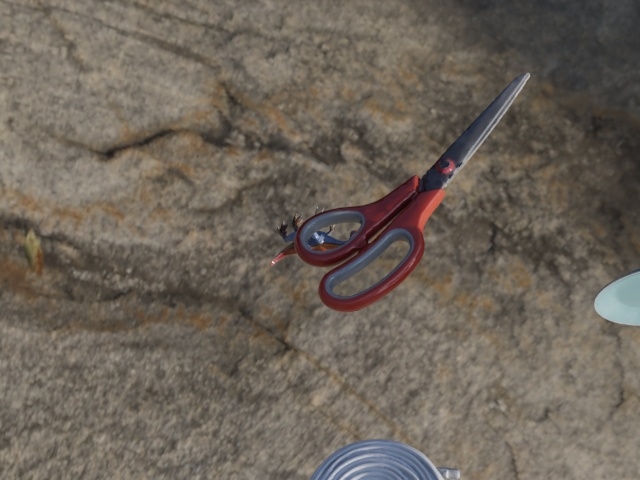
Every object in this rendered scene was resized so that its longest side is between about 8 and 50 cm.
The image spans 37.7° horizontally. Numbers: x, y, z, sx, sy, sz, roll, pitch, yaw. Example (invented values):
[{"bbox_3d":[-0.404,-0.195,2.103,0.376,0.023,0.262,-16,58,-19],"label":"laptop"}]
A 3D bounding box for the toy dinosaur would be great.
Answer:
[{"bbox_3d":[0.000,0.000,0.944,0.082,0.090,0.047,31,31,29],"label":"toy dinosaur"}]

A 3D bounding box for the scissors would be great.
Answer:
[{"bbox_3d":[0.107,-0.046,0.832,0.297,0.021,0.109,-35,51,-13],"label":"scissors"}]

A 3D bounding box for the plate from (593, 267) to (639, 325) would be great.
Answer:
[{"bbox_3d":[0.472,0.069,1.297,0.188,0.188,0.024,11,59,-19],"label":"plate"}]

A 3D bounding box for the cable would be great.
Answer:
[{"bbox_3d":[0.094,0.459,1.558,0.257,0.089,0.257,11,59,20],"label":"cable"}]
